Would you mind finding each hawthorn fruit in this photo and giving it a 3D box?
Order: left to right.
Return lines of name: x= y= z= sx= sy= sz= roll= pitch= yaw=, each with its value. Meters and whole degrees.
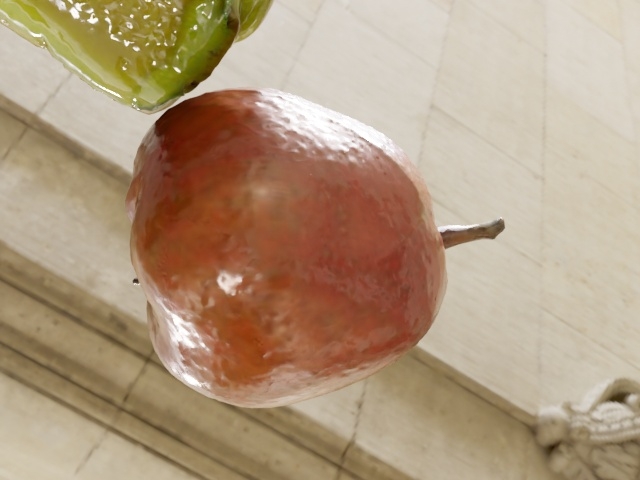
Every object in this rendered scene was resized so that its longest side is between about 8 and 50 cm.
hawthorn fruit: x=0.000 y=0.000 z=0.553 sx=0.196 sy=0.225 sz=0.197 roll=178 pitch=-90 yaw=-84

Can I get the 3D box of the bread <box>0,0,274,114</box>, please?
bread: x=-0.198 y=-0.230 z=0.531 sx=0.166 sy=0.383 sz=0.112 roll=-50 pitch=-166 yaw=35
